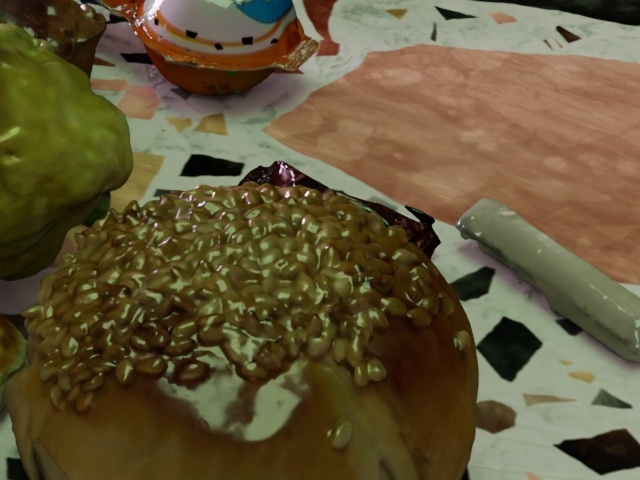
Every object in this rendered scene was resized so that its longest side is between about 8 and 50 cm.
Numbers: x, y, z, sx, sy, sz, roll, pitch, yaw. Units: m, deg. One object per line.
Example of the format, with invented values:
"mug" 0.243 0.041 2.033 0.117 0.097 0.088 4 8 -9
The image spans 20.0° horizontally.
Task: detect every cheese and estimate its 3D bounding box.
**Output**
"cheese" -0.161 -0.266 2.113 0.329 0.129 0.217 24 37 16

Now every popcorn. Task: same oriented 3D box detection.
"popcorn" -0.371 -0.077 1.709 0.292 0.293 0.334 -45 27 -28

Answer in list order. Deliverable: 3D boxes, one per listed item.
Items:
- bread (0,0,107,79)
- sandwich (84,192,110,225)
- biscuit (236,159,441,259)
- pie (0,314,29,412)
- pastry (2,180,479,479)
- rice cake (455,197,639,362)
"bread" -0.366 -0.213 2.009 0.247 0.135 0.232 -17 42 -29
"sandwich" -0.273 -0.059 1.864 0.116 0.074 0.074 1 36 -6
"biscuit" 0.002 -0.004 1.842 0.235 0.063 0.151 22 50 13
"pie" -0.360 0.105 1.616 0.179 0.084 0.205 21 35 19
"pastry" -0.061 0.105 1.525 0.410 0.245 0.409 2 36 -2
"rice cake" 0.240 0.039 1.826 0.057 0.052 0.256 -26 47 -33
